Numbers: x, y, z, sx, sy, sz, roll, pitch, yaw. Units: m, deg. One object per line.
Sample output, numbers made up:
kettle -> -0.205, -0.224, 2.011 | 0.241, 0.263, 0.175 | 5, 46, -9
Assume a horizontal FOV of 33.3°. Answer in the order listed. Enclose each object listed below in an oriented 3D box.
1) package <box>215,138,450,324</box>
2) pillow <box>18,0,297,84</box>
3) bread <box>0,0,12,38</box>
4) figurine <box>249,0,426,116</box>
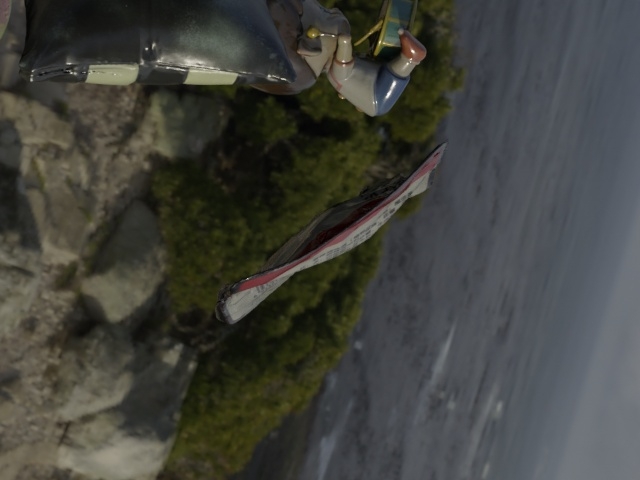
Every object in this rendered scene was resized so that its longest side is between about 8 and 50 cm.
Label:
package -> 0.000, 0.000, 0.700 | 0.154, 0.030, 0.239 | -37, -178, -11
pillow -> -0.153, -0.211, 0.981 | 0.106, 0.250, 0.186 | 110, -29, -47
bread -> -0.439, -0.281, 1.142 | 0.033, 0.228, 0.228 | -77, 173, -53
figurine -> -0.016, -0.247, 1.282 | 0.161, 0.275, 0.158 | -162, -96, -81
